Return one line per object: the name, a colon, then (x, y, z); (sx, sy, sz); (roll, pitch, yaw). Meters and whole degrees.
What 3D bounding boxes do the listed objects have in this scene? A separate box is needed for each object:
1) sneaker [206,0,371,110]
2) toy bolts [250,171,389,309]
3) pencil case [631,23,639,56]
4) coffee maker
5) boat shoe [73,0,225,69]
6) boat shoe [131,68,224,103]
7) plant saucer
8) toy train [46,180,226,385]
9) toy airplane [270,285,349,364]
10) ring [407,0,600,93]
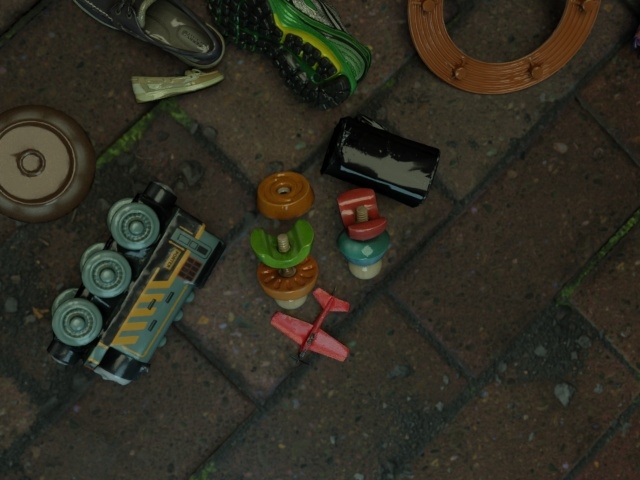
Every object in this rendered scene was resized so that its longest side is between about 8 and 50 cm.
sneaker: (-0.061, -0.371, 1.481); (0.343, 0.134, 0.146); (46, 48, 0)
toy bolts: (0.000, 0.000, 1.489); (0.229, 0.218, 0.158); (-9, 134, -2)
pencil case: (0.641, -0.469, 1.575); (0.124, 0.124, 0.284); (12, 89, -9)
coffee maker: (0.101, -0.126, 1.469); (0.178, 0.171, 0.120); (18, 108, -7)
boat shoe: (-0.285, -0.378, 1.443); (0.285, 0.092, 0.102); (30, 86, -8)
boat shoe: (-0.239, -0.268, 1.473); (0.153, 0.056, 0.048); (-14, 98, -1)
plant saucer: (-0.473, -0.127, 1.447); (0.199, 0.036, 0.198); (0, 92, -9)
toy train: (-0.301, 0.074, 1.433); (0.190, 0.142, 0.333); (32, 86, -18)
toy airplane: (-0.004, 0.148, 1.529); (0.151, 0.028, 0.151); (0, 90, -8)
ring: (0.315, -0.400, 1.485); (0.337, 0.032, 0.336); (-3, 122, -5)
